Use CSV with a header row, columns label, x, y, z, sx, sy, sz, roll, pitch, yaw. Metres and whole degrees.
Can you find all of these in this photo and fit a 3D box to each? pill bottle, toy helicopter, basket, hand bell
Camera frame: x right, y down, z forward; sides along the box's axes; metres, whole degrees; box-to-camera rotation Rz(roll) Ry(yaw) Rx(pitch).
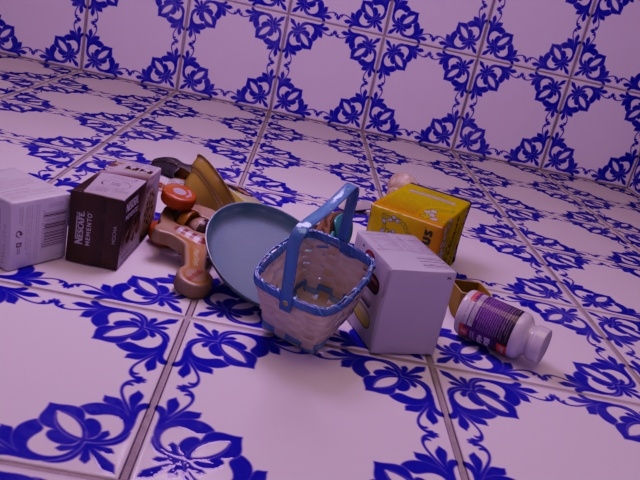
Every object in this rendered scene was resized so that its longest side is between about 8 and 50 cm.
label,x,y,z,sx,sy,sz,roll,pitch,yaw
pill bottle,0.401,0.193,1.562,0.193,0.108,0.108,24,22,30
toy helicopter,-0.273,0.023,1.636,0.234,0.140,0.355,16,28,-18
basket,-0.010,0.053,1.377,0.201,0.289,0.255,27,34,17
hand bell,0.235,-0.137,2.428,0.126,0.126,0.242,21,32,23

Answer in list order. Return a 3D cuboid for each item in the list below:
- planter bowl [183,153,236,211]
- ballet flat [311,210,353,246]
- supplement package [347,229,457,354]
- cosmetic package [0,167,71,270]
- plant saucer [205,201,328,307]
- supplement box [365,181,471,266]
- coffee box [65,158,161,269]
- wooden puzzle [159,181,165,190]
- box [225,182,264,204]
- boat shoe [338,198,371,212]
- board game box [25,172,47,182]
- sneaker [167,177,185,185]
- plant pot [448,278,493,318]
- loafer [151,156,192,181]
label,x,y,z,sx,sy,sz,roll,pitch,yaw
planter bowl,-0.312,-0.120,1.938,0.090,0.217,0.217,-34,38,-16
ballet flat,0.000,0.000,1.885,0.124,0.116,0.342,-3,20,14
supplement package,0.156,0.108,1.509,0.149,0.194,0.203,5,20,-21
cosmetic package,-0.651,-0.050,1.498,0.183,0.151,0.151,21,21,25
plant saucer,-0.114,0.043,1.587,0.317,0.044,0.318,21,40,-19
supplement box,0.260,-0.015,1.925,0.195,0.194,0.356,19,21,19
coffee box,-0.472,-0.068,1.642,0.118,0.168,0.297,12,19,-1
wooden puzzle,-0.504,-0.169,2.137,0.116,0.014,0.078,7,20,-17
box,-0.218,-0.099,2.042,0.087,0.058,0.232,12,16,-38
boat shoe,0.106,-0.111,2.335,0.125,0.038,0.046,-5,67,-29
board game box,-0.799,-0.156,1.902,0.090,0.020,0.090,20,21,21
sneaker,-0.386,-0.145,2.110,0.135,0.052,0.058,3,33,-15
plant pot,0.347,0.148,1.690,0.081,0.083,0.081,9,19,-14
loafer,-0.458,-0.223,2.252,0.170,0.062,0.061,11,24,0
